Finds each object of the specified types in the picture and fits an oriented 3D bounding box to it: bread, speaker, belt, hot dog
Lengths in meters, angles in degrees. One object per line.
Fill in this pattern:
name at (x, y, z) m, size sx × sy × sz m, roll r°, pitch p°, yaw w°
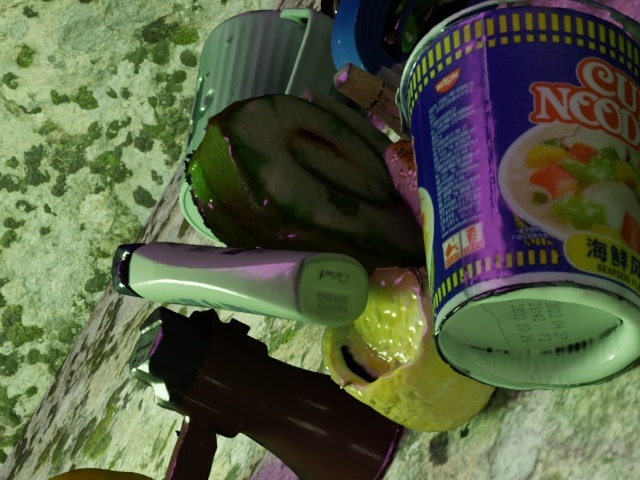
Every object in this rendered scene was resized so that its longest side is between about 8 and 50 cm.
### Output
bread at (0.000, -0.073, 1.390) m, size 0.129 × 0.366 × 0.382 m, roll -52°, pitch 31°, yaw 28°
speaker at (-0.094, 0.239, 1.298) m, size 0.259 × 0.330 × 0.198 m, roll -68°, pitch 19°, yaw 0°
bread at (0.111, 0.112, 1.153) m, size 0.197 × 0.171 × 0.197 m, roll -29°, pitch 47°, yaw 37°
belt at (0.160, -0.388, 1.667) m, size 0.347 × 0.212 × 0.117 m, roll -60°, pitch 19°, yaw -8°
hot dog at (0.167, -0.064, 1.302) m, size 0.268 × 0.144 × 0.075 m, roll -123°, pitch 34°, yaw -58°

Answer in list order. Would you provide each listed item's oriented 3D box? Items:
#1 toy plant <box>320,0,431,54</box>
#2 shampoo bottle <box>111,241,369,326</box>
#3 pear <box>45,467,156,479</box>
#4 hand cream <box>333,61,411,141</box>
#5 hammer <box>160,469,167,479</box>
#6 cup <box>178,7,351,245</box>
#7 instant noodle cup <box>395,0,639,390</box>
toy plant at (0.114, -0.439, 1.953) m, size 0.235 × 0.175 × 0.218 m, roll 22°, pitch 76°, yaw 45°
shampoo bottle at (-0.118, 0.043, 1.191) m, size 0.360 × 0.134 × 0.078 m, roll 4°, pitch 87°, yaw 45°
pear at (-0.341, 0.524, 1.456) m, size 0.362 × 0.362 × 0.418 m, roll -37°, pitch 28°, yaw 51°
hand cream at (0.107, -0.198, 1.546) m, size 0.084 × 0.203 × 0.084 m, roll -52°, pitch 22°, yaw 30°
hammer at (-0.232, 0.453, 1.788) m, size 0.058 × 0.029 × 0.292 m, roll -63°, pitch 21°, yaw 1°
cup at (-0.104, -0.232, 1.931) m, size 0.401 × 0.310 × 0.392 m, roll 85°, pitch -169°, yaw -53°
instant noodle cup at (0.206, -0.032, 1.011) m, size 0.284 × 0.284 × 0.312 m, roll -41°, pitch 35°, yaw 46°
